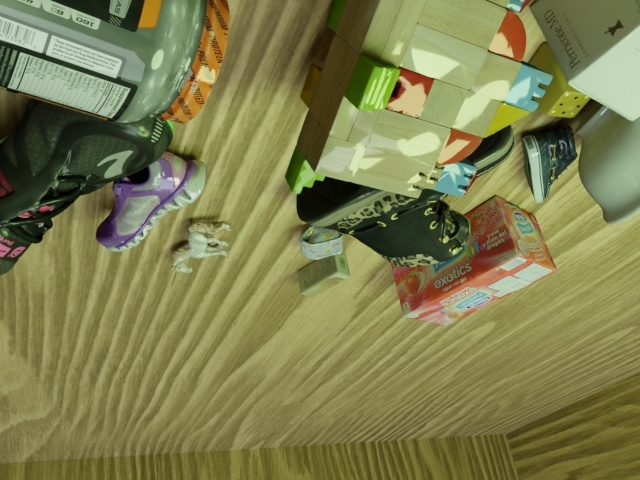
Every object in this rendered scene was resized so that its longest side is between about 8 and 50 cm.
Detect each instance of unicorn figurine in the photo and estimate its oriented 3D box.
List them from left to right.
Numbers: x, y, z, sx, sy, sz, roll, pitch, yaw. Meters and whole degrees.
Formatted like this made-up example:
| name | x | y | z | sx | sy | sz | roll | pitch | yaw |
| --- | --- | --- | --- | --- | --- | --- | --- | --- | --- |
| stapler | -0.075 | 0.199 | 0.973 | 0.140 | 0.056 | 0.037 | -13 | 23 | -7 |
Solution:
| name | x | y | z | sx | sy | sz | roll | pitch | yaw |
| --- | --- | --- | --- | --- | --- | --- | --- | --- | --- |
| unicorn figurine | -0.230 | 0.014 | 1.151 | 0.111 | 0.060 | 0.161 | 0 | 132 | -14 |

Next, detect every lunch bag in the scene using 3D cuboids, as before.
| name | x | y | z | sx | sy | sz | roll | pitch | yaw |
| --- | --- | --- | --- | --- | --- | --- | --- | --- | --- |
| lunch bag | 0.000 | 0.000 | 1.189 | 0.083 | 0.053 | 0.071 | -17 | 152 | -6 |

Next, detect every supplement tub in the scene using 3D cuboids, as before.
| name | x | y | z | sx | sy | sz | roll | pitch | yaw |
| --- | --- | --- | --- | --- | --- | --- | --- | --- | --- |
| supplement tub | -0.264 | -0.234 | 0.591 | 0.316 | 0.193 | 0.193 | 13 | 142 | -34 |

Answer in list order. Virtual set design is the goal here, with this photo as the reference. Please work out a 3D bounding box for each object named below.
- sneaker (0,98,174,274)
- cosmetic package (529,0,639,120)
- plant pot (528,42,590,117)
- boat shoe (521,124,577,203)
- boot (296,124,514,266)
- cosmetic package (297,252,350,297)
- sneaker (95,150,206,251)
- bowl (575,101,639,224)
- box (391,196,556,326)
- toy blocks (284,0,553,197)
| name | x | y | z | sx | sy | sz | roll | pitch | yaw |
| --- | --- | --- | --- | --- | --- | --- | --- | --- | --- |
| sneaker | -0.399 | -0.062 | 0.826 | 0.483 | 0.202 | 0.185 | -22 | 148 | 20 |
| cosmetic package | 0.398 | -0.279 | 0.744 | 0.152 | 0.151 | 0.184 | 15 | 140 | -33 |
| plant pot | 0.352 | -0.228 | 0.882 | 0.082 | 0.083 | 0.081 | 2 | 147 | -17 |
| boat shoe | 0.414 | -0.131 | 1.076 | 0.083 | 0.065 | 0.183 | -16 | 148 | 14 |
| boot | 0.183 | -0.074 | 1.034 | 0.377 | 0.138 | 0.284 | -24 | 146 | 29 |
| cosmetic package | 0.006 | 0.073 | 1.304 | 0.115 | 0.060 | 0.041 | -31 | 143 | 34 |
| sneaker | -0.294 | -0.072 | 0.959 | 0.236 | 0.095 | 0.105 | -33 | 135 | 26 |
| bowl | 0.483 | -0.179 | 0.896 | 0.298 | 0.134 | 0.298 | -49 | 172 | -9 |
| box | 0.317 | 0.055 | 1.281 | 0.154 | 0.142 | 0.300 | 18 | 140 | -38 |
| toy blocks | 0.146 | -0.199 | 0.725 | 0.261 | 0.190 | 0.381 | 11 | 117 | -23 |
